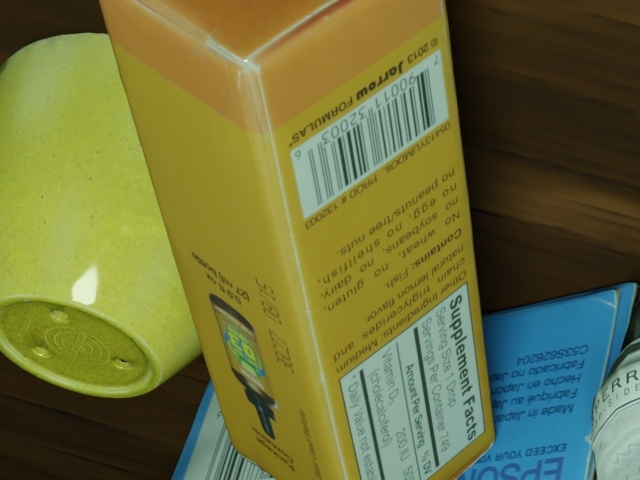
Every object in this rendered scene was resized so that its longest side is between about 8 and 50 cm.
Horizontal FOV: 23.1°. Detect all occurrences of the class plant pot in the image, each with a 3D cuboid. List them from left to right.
[{"bbox_3d":[-0.079,0.002,0.592,0.134,0.095,0.134,13,147,8],"label":"plant pot"}]

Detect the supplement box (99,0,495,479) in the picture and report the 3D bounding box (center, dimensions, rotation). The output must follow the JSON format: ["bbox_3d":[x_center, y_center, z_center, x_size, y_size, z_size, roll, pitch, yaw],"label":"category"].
[{"bbox_3d":[0.000,0.000,0.520,0.078,0.080,0.233,36,149,37],"label":"supplement box"}]

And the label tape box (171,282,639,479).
[{"bbox_3d":[0.125,0.170,0.736,0.241,0.106,0.334,-16,134,41],"label":"label tape box"}]

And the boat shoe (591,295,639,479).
[{"bbox_3d":[0.253,0.104,0.566,0.335,0.119,0.121,34,140,-13],"label":"boat shoe"}]
